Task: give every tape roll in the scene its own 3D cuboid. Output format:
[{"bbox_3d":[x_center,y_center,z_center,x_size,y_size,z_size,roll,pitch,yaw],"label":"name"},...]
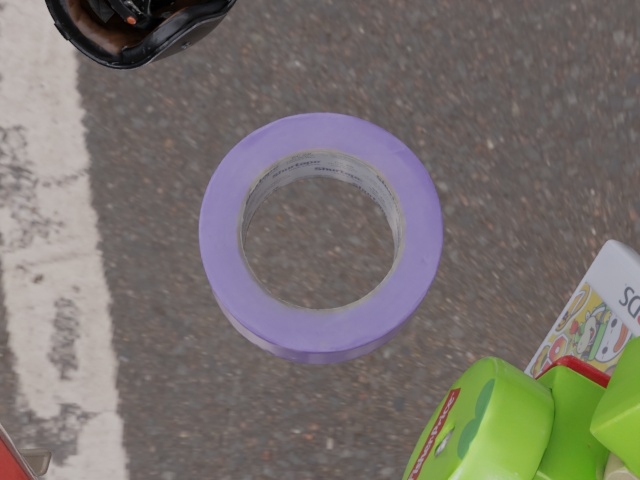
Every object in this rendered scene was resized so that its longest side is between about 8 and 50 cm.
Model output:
[{"bbox_3d":[0.000,0.000,1.064,0.189,0.080,0.189,0,78,-1],"label":"tape roll"}]

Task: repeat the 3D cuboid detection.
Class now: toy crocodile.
[{"bbox_3d":[0.068,0.124,0.523,0.115,0.105,0.340,30,133,-5],"label":"toy crocodile"}]

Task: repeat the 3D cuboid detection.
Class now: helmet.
[{"bbox_3d":[-0.146,-0.242,1.183,0.169,0.169,0.161,27,52,17],"label":"helmet"}]

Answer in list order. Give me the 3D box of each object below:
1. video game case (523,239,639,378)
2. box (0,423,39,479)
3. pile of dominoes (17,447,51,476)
[{"bbox_3d":[0.146,0.130,0.764,0.026,0.206,0.227,25,104,-16],"label":"video game case"},{"bbox_3d":[-0.198,0.157,0.658,0.142,0.300,0.154,-34,38,-14],"label":"box"},{"bbox_3d":[-0.386,0.286,1.314,0.040,0.251,0.196,34,113,46],"label":"pile of dominoes"}]
